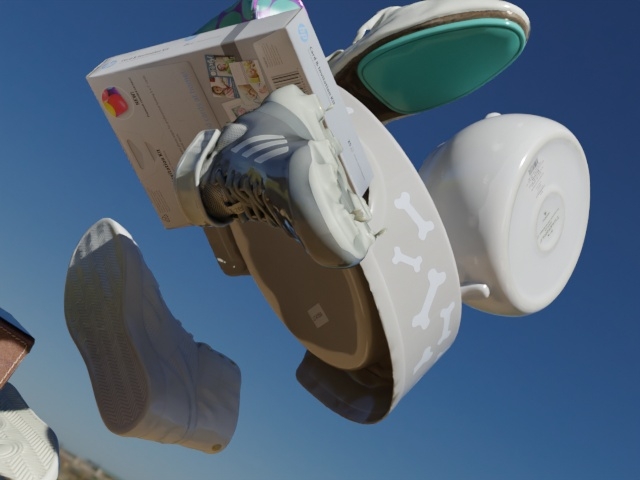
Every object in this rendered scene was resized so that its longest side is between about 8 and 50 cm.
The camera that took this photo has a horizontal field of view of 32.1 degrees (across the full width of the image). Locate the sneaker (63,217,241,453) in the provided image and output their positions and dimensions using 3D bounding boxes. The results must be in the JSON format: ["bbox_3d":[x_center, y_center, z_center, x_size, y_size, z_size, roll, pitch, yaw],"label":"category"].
[{"bbox_3d":[-0.186,0.115,1.257,0.169,0.108,0.292,29,30,-45],"label":"sneaker"}]

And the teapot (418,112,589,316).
[{"bbox_3d":[0.187,-0.033,1.312,0.187,0.252,0.256,12,6,36],"label":"teapot"}]

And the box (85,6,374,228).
[{"bbox_3d":[-0.069,-0.086,0.848,0.186,0.038,0.145,-9,-60,30],"label":"box"}]

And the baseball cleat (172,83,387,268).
[{"bbox_3d":[-0.029,-0.024,0.633,0.072,0.109,0.206,60,7,-22],"label":"baseball cleat"}]

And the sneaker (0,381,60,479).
[{"bbox_3d":[-0.466,0.335,1.641,0.131,0.148,0.350,-2,17,-24],"label":"sneaker"}]

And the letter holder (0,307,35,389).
[{"bbox_3d":[-0.484,0.095,1.118,0.302,0.214,0.152,39,-10,-24],"label":"letter holder"}]

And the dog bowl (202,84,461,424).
[{"bbox_3d":[0.000,0.000,1.062,0.349,0.102,0.348,48,-25,30],"label":"dog bowl"}]

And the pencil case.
[{"bbox_3d":[-0.080,-0.188,1.071,0.065,0.070,0.152,8,-18,-37],"label":"pencil case"}]

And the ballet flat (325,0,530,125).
[{"bbox_3d":[0.056,-0.198,1.322,0.400,0.139,0.139,-29,-52,26],"label":"ballet flat"}]
